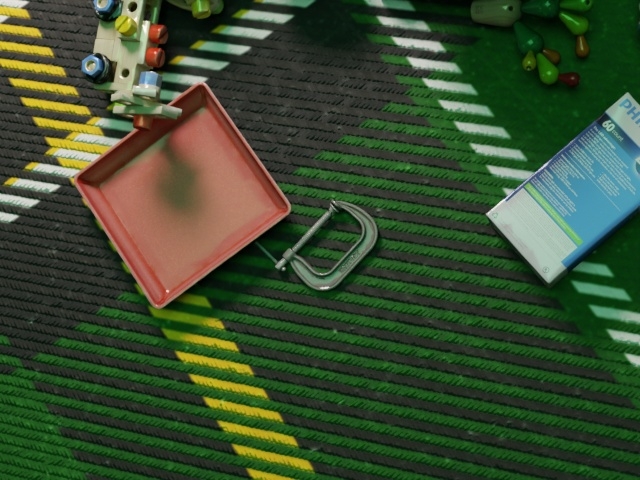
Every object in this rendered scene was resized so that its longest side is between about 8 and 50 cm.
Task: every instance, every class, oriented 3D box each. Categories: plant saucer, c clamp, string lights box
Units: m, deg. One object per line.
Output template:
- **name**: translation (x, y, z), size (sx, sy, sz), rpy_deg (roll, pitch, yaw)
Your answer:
- **plant saucer**: translation (-0.208, -0.067, 1.736), size (0.258, 0.048, 0.259), rpy_deg (-36, 74, 5)
- **c clamp**: translation (0.000, 0.000, 1.690), size (0.160, 0.022, 0.137), rpy_deg (-41, 74, 4)
- **string lights box**: translation (0.374, -0.068, 1.588), size (0.259, 0.077, 0.133), rpy_deg (-41, 75, 3)

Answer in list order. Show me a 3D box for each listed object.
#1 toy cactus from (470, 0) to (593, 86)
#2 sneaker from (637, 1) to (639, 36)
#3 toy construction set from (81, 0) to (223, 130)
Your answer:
- **toy cactus**: translation (0.301, -0.330, 1.636), size (0.180, 0.112, 0.219), rpy_deg (4, 108, 33)
- **sneaker**: translation (0.491, -0.352, 1.595), size (0.121, 0.108, 0.302), rpy_deg (-21, 78, 4)
- **toy construction set**: translation (-0.252, -0.311, 1.741), size (0.215, 0.151, 0.328), rpy_deg (8, 71, 19)
